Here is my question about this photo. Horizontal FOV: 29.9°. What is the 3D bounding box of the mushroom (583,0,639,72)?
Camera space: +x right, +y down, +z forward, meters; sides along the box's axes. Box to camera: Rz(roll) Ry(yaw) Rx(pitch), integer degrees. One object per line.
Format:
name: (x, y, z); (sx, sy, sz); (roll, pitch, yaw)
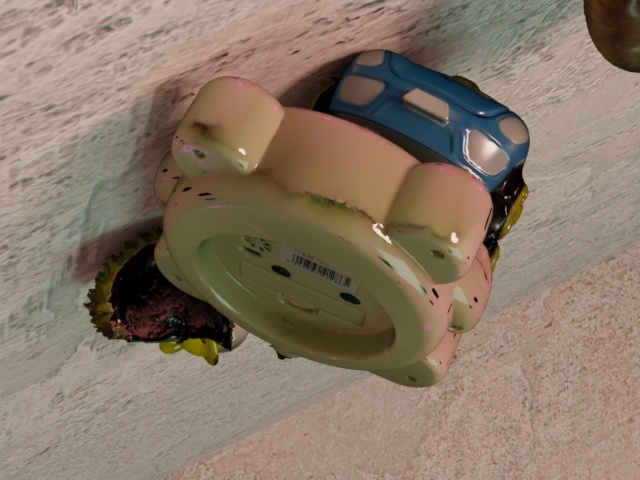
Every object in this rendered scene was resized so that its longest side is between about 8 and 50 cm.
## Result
mushroom: (0.330, -0.249, 0.964); (0.278, 0.146, 0.278); (-16, 142, -13)

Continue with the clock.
clock: (0.000, 0.000, 0.965); (0.309, 0.284, 0.114); (102, 14, -66)

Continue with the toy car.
toy car: (0.098, -0.077, 1.074); (0.166, 0.198, 0.314); (-60, 170, -16)

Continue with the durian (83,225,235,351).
durian: (-0.171, 0.041, 1.161); (0.108, 0.119, 0.187); (7, 178, 38)

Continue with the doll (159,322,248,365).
doll: (-0.077, 0.072, 1.399); (0.241, 0.098, 0.135); (-23, -173, -20)
